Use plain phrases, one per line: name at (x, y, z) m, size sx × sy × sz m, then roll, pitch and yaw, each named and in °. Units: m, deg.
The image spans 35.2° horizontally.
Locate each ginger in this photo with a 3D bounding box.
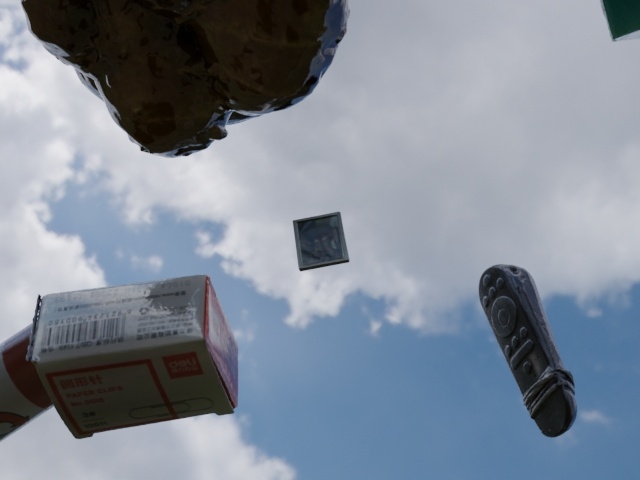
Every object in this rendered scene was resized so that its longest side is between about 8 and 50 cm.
ginger at (-0.117, -0.228, 0.970) m, size 0.357 × 0.152 × 0.274 m, roll -22°, pitch -48°, yaw 30°

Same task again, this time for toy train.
toy train at (0.422, -0.298, 1.198) m, size 0.154 × 0.197 × 0.107 m, roll -14°, pitch -89°, yaw 45°

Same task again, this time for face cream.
face cream at (-0.351, 0.164, 1.159) m, size 0.214 × 0.096 × 0.096 m, roll -33°, pitch -68°, yaw 9°

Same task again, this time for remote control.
remote control at (0.293, 0.146, 1.378) m, size 0.066 × 0.266 × 0.090 m, roll -2°, pitch -39°, yaw -21°

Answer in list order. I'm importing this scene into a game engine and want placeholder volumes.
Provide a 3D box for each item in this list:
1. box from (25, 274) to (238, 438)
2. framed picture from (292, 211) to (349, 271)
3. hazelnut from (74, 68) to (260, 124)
box at (-0.184, 0.117, 1.016) m, size 0.182 × 0.099 × 0.133 m, roll -7°, pitch -43°, yaw 4°
framed picture at (0.000, 0.000, 1.295) m, size 0.066 × 0.089 × 0.007 m, roll -10°, pitch -44°, yaw 2°
hazelnut at (-0.177, -0.364, 1.478) m, size 0.420 × 0.353 × 0.421 m, roll -8°, pitch -66°, yaw -18°
